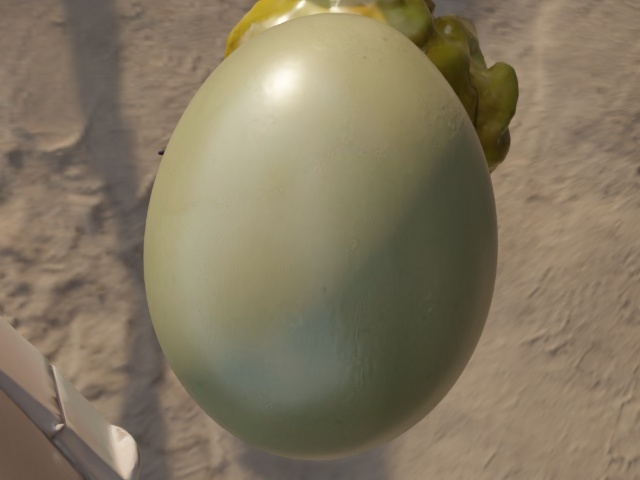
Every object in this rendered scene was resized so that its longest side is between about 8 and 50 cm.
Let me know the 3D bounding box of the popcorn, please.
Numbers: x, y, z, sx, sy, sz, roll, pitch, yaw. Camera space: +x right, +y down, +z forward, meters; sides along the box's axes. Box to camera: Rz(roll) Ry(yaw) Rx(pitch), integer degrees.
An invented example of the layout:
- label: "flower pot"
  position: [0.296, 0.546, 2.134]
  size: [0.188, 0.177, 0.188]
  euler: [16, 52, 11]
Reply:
- label: "popcorn"
  position: [0.022, -0.071, 1.026]
  size: [0.191, 0.190, 0.253]
  euler: [32, 99, 9]

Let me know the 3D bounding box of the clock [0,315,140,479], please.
- label: "clock"
  position: [-0.213, 0.202, 0.553]
  size: [0.326, 0.342, 0.184]
  euler: [-39, 118, 7]

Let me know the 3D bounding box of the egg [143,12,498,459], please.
- label: "egg"
  position: [0.000, 0.000, 0.812]
  size: [0.186, 0.186, 0.241]
  euler: [7, 115, 17]
